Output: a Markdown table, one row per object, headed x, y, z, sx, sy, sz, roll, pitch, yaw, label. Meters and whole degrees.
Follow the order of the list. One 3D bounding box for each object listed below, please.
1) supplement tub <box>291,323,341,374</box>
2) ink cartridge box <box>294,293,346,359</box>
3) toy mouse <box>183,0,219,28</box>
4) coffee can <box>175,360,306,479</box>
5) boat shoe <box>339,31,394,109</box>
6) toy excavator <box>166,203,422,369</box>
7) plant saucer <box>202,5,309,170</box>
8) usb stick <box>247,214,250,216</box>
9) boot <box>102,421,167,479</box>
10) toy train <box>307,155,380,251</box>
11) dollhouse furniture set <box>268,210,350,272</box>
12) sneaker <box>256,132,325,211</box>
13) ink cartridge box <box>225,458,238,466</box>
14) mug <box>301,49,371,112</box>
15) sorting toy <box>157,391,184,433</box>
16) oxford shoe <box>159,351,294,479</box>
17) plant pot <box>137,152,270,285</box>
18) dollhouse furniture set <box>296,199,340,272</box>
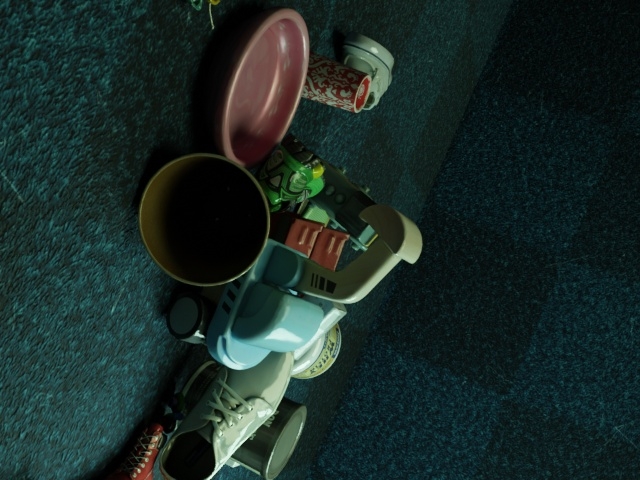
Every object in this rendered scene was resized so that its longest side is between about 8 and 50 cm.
| x | y | z | sx | sy | sz | roll | pitch | yaw | label |
| --- | --- | --- | --- | --- | --- | --- | --- | --- | --- |
| -0.068 | 0.278 | 2.255 | 0.228 | 0.228 | 0.316 | -66 | 163 | -5 | supplement tub |
| -0.045 | 0.160 | 1.997 | 0.066 | 0.232 | 0.189 | 28 | 114 | -40 | ink cartridge box |
| -0.197 | -0.440 | 1.288 | 0.143 | 0.031 | 0.161 | -14 | 124 | -70 | toy mouse |
| -0.202 | 0.451 | 1.984 | 0.201 | 0.275 | 0.201 | -56 | 159 | -34 | coffee can |
| 0.102 | -0.421 | 2.082 | 0.156 | 0.136 | 0.367 | -63 | 173 | -2 | boat shoe |
| -0.044 | 0.099 | 1.659 | 0.222 | 0.445 | 0.432 | 27 | 84 | -55 | toy excavator |
| -0.134 | -0.305 | 1.565 | 0.332 | 0.084 | 0.332 | -57 | 161 | -32 | plant saucer |
| -0.156 | -0.066 | 1.866 | 0.278 | 0.045 | 0.077 | -64 | 169 | -10 | usb stick |
| -0.414 | 0.487 | 1.725 | 0.244 | 0.088 | 0.176 | 32 | 81 | -81 | boot |
| 0.058 | -0.101 | 2.009 | 0.142 | 0.334 | 0.190 | -47 | 156 | 2 | toy train |
| -0.088 | 0.117 | 1.967 | 0.374 | 0.152 | 0.201 | -69 | -159 | 5 | dollhouse furniture set |
| -0.083 | -0.131 | 1.704 | 0.146 | 0.134 | 0.343 | -45 | 176 | -3 | sneaker |
| -0.245 | 0.520 | 2.219 | 0.198 | 0.115 | 0.067 | -67 | 163 | -3 | ink cartridge box |
| 0.031 | -0.370 | 1.830 | 0.150 | 0.169 | 0.113 | -36 | 144 | -59 | mug |
| -0.357 | 0.408 | 1.864 | 0.042 | 0.061 | 0.102 | 20 | 85 | -39 | sorting toy |
| -0.214 | 0.392 | 1.820 | 0.449 | 0.169 | 0.130 | -53 | 169 | -5 | oxford shoe |
| -0.196 | -0.050 | 1.512 | 0.254 | 0.237 | 0.237 | -52 | 163 | -82 | plant pot |
| 0.000 | 0.000 | 2.235 | 0.301 | 0.151 | 0.197 | -66 | 163 | -6 | dollhouse furniture set |
